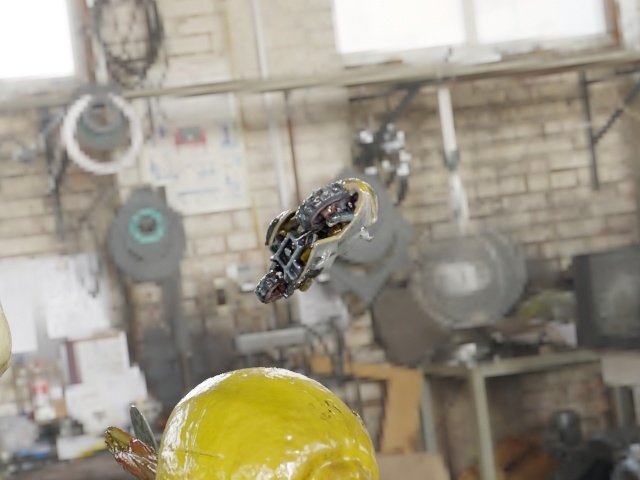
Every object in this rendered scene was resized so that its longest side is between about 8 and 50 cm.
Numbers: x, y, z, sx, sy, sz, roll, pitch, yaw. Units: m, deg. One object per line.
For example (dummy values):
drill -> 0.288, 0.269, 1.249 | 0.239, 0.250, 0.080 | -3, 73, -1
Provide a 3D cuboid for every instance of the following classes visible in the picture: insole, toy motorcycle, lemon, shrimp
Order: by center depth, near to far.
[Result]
toy motorcycle -> 0.000, -0.001, 1.841 | 0.129, 0.094, 0.229 | -27, -22, -38
lemon -> -0.071, 0.305, 1.933 | 0.297, 0.297, 0.297 | -7, 1, 0
shrimp -> -0.234, 0.357, 2.195 | 0.061, 0.267, 0.145 | -46, -30, -7
insole -> -0.275, 0.351, 2.410 | 0.006, 0.193, 0.065 | -29, 25, -29

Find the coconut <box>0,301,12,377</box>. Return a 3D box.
coconut -> -0.490, 0.106, 1.833 | 0.224, 0.224, 0.224 | -7, 1, 0
